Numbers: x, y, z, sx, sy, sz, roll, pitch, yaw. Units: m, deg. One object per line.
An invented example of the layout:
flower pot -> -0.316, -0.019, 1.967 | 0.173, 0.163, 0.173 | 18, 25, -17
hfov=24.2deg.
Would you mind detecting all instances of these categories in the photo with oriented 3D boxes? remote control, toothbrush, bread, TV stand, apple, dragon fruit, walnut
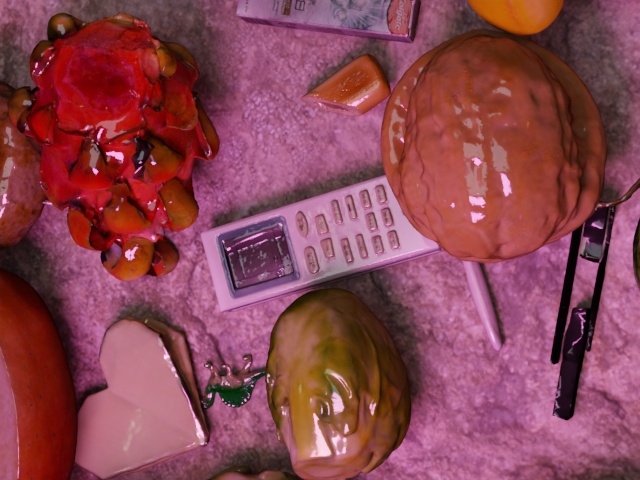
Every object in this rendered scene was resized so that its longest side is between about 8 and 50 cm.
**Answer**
remote control -> 0.000, 0.000, 1.758 | 0.277, 0.055, 0.103 | -17, 83, 15
toothbrush -> 0.156, -0.018, 1.730 | 0.029, 0.025, 0.307 | -20, 83, 23
bread -> 0.034, -0.171, 1.756 | 0.103, 0.049, 0.062 | -35, 72, 14
TV stand -> 0.291, 0.077, 1.682 | 0.042, 0.036, 0.249 | 10, 92, 15
apple -> -0.453, 0.199, 1.770 | 0.329, 0.295, 0.365 | 5, 93, -9
bread -> -0.423, -0.093, 1.844 | 0.230, 0.123, 0.230 | -3, 84, 29
dragon fruit -> -0.240, -0.107, 1.737 | 0.227, 0.243, 0.307 | 15, 93, 26
walnut -> 0.187, -0.105, 1.619 | 0.257, 0.224, 0.257 | 0, 87, 8

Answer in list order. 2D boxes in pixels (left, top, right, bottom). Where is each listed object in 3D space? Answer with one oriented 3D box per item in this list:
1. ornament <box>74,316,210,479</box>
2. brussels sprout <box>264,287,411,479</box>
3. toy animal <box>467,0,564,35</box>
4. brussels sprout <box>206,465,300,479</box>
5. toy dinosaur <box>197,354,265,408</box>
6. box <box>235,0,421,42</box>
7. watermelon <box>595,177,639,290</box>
ornament -> -0.209, 0.207, 1.810 | 0.180, 0.059, 0.201 | 27, 99, 20
brussels sprout -> 0.018, 0.158, 1.674 | 0.161, 0.223, 0.223 | -11, 85, 0
toy animal -> 0.234, -0.411, 1.610 | 0.247, 0.277, 0.345 | -20, 109, -1
brussels sprout -> -0.139, 0.417, 1.674 | 0.371, 0.276, 0.315 | -3, 84, 17
toy dinosaur -> -0.097, 0.172, 1.802 | 0.119, 0.029, 0.060 | -9, 102, 10
box -> 0.009, -0.276, 1.771 | 0.218, 0.039, 0.055 | 8, 89, 16
watermelon -> 0.439, 0.014, 1.573 | 0.204, 0.127, 0.232 | -30, 98, -4
